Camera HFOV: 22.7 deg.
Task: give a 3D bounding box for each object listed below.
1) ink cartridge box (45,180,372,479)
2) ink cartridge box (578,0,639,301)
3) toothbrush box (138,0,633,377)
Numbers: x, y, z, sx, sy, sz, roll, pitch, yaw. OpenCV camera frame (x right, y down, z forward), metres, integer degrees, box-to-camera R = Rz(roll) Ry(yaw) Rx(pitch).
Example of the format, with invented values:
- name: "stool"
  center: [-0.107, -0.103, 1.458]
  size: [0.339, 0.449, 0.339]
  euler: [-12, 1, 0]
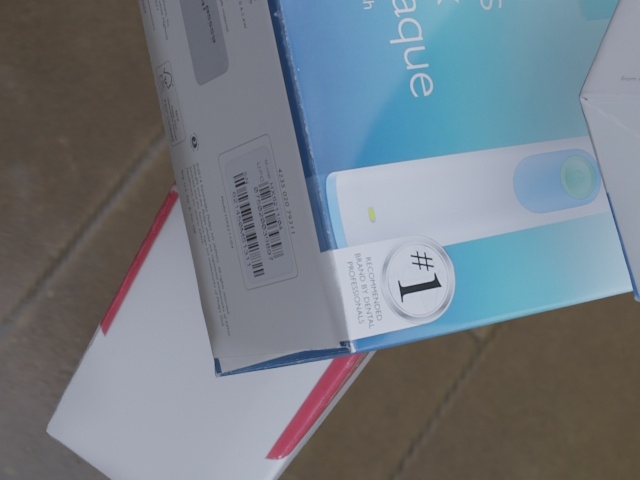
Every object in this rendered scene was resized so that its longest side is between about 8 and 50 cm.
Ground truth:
- name: "ink cartridge box"
  center: [0.000, 0.000, 0.934]
  size: [0.131, 0.226, 0.306]
  euler: [36, 42, 6]
- name: "ink cartridge box"
  center: [0.159, -0.074, 0.602]
  size: [0.181, 0.061, 0.104]
  euler: [-62, 143, -37]
- name: "toothbrush box"
  center: [0.085, -0.074, 0.717]
  size: [0.295, 0.126, 0.216]
  euler: [-9, 86, -31]
